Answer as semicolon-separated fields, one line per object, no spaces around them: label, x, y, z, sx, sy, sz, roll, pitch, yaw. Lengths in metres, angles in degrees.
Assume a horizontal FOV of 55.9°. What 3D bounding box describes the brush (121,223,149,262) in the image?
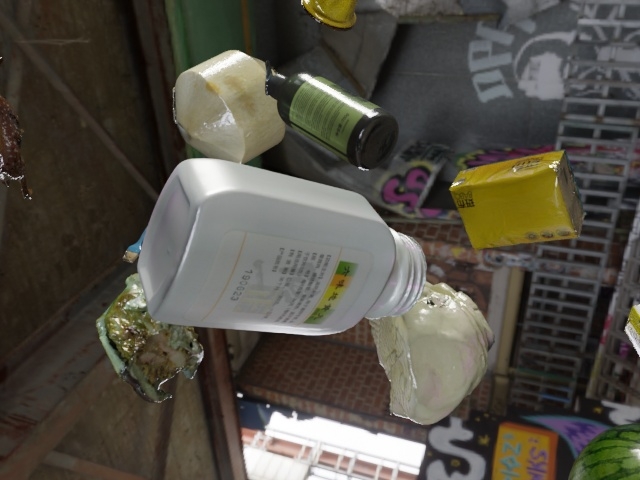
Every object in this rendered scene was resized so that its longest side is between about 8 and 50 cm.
brush;-0.522;-0.006;1.768;0.164;0.051;0.014;-63;-32;-23

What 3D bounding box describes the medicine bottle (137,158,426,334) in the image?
medicine bottle;-0.028;0.022;0.696;0.324;0.124;0.179;11;-61;-33

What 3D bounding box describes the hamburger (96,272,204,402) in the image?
hamburger;-0.349;0.189;1.227;0.168;0.192;0.288;-30;-29;-15

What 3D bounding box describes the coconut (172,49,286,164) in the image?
coconut;-0.252;-0.348;1.655;0.323;0.323;0.322;8;-90;-72

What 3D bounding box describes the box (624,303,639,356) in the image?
box;0.624;0.143;0.897;0.097;0.265;0.168;61;-171;-56

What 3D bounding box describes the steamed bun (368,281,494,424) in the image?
steamed bun;0.225;0.207;1.209;0.275;0.206;0.319;93;167;-49

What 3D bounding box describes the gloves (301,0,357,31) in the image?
gloves;0.075;-0.548;1.122;0.133;0.116;0.294;-36;-13;-45

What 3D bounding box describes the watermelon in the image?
watermelon;0.495;0.395;0.902;0.242;0.243;0.242;8;-90;-72

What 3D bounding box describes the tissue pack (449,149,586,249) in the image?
tissue pack;0.293;-0.057;0.903;0.082;0.169;0.120;-46;-63;-42

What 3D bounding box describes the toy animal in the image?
toy animal;-0.551;-0.208;1.035;0.087;0.243;0.260;-24;-12;-23

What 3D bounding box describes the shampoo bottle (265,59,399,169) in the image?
shampoo bottle;-0.001;-0.221;1.020;0.101;0.284;0.101;-31;-40;-30
